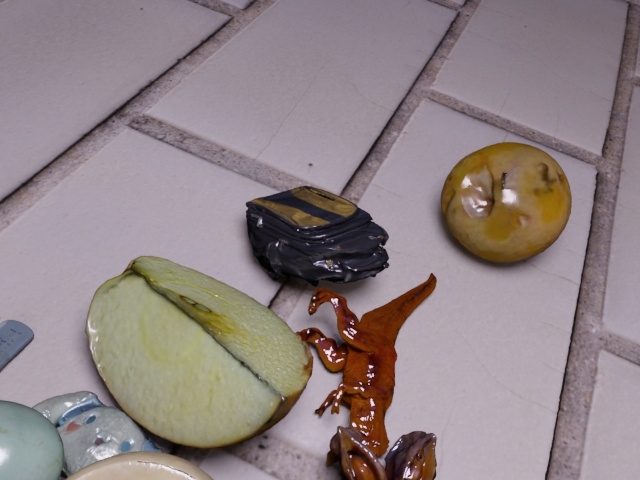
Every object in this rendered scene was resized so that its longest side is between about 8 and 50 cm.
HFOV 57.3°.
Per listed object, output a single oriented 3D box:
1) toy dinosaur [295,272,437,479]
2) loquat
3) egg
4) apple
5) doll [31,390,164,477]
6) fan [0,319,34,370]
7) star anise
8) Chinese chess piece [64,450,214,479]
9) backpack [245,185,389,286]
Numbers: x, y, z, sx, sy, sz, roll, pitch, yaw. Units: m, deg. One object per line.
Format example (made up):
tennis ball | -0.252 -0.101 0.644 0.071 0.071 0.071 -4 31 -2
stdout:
toy dinosaur | 0.062 0.151 0.913 0.208 0.097 0.432 30 53 -6
loquat | 0.346 -0.069 1.091 0.243 0.244 0.244 6 49 -7
egg | -0.406 0.267 0.655 0.230 0.168 0.168 -20 55 -6
apple | -0.159 0.149 0.806 0.346 0.179 0.254 30 58 28
doll | -0.282 0.268 0.755 0.214 0.072 0.103 31 40 13
fan | -0.495 0.218 0.784 0.057 0.023 0.282 23 48 6
star anise | 0.076 0.333 0.755 0.220 0.099 0.214 47 60 1
Chinese chess piece | -0.205 0.360 0.633 0.250 0.097 0.251 4 69 -10
backpack | 0.000 0.000 0.981 0.206 0.133 0.258 -25 29 -34
